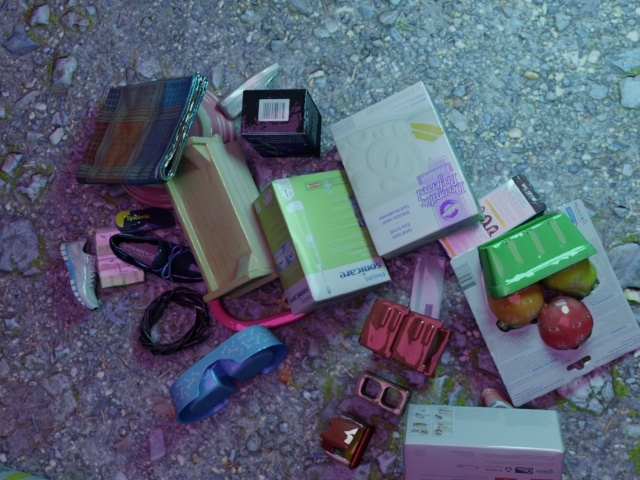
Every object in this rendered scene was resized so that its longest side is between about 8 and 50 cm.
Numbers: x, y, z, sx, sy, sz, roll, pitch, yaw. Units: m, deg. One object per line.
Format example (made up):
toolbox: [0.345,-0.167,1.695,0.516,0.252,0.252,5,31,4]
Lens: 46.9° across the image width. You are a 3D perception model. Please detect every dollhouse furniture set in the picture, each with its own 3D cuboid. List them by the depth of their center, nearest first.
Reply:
dollhouse furniture set: [0.136,0.324,1.579,0.152,0.201,0.374,22,86,20]

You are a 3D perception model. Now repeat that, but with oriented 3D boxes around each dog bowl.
dog bowl: [-0.216,0.301,1.683,0.297,0.166,0.074,-38,65,2]

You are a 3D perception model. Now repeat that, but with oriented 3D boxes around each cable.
cable: [-0.360,0.196,1.779,0.184,0.047,0.150,-22,78,7]

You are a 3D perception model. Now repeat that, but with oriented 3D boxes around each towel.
towel: [-0.427,-0.254,1.717,0.370,0.040,0.271,4,71,42]
towel: [-0.498,0.039,1.831,0.113,0.023,0.152,-8,81,-8]

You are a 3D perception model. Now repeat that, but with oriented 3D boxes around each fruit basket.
fruit basket: [0.489,0.132,1.598,0.327,0.165,0.353,-25,97,-4]

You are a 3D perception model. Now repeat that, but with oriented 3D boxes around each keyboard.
keyboard: [0.239,0.160,1.699,0.072,0.014,0.256,8,82,6]

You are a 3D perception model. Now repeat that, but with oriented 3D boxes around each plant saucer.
plant saucer: [-0.378,-0.245,1.837,0.332,0.084,0.332,-2,81,10]

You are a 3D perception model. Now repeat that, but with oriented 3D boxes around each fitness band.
fitness band: [-0.128,0.105,1.750,0.291,0.054,0.209,-17,78,8]

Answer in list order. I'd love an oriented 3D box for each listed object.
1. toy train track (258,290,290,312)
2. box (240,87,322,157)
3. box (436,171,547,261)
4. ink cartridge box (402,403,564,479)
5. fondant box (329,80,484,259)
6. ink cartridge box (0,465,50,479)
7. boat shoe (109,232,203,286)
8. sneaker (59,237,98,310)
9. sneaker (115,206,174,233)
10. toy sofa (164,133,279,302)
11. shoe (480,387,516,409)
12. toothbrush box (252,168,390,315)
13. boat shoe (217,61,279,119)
toy train track: [-0.104,0.138,1.713,0.083,0.014,0.048,24,95,17]
box: [-0.087,-0.270,1.726,0.153,0.207,0.108,1,81,11]
box: [0.382,-0.045,1.681,0.244,0.060,0.100,-33,77,3]
ink cartridge box: [0.332,0.491,1.541,0.309,0.130,0.272,1,117,10]
fondant box: [0.191,-0.154,1.660,0.238,0.096,0.330,-24,76,16]
ink cartridge box: [-0.710,0.623,1.650,0.384,0.279,0.160,11,82,11]
boat shoe: [-0.388,0.048,1.775,0.258,0.089,0.109,10,79,1]
sneaker: [-0.577,0.079,1.828,0.083,0.071,0.191,-24,78,0]
sneaker: [-0.434,-0.047,1.818,0.144,0.059,0.053,-2,66,-24]
toy sofa: [-0.228,-0.052,1.695,0.150,0.177,0.362,-27,83,28]
shoe: [0.420,0.391,1.603,0.178,0.081,0.063,41,103,-15]
toothbrush box: [0.000,0.000,1.662,0.206,0.122,0.283,-14,75,-32]
boat shoe: [-0.167,-0.370,1.832,0.184,0.066,0.063,-43,113,-17]
